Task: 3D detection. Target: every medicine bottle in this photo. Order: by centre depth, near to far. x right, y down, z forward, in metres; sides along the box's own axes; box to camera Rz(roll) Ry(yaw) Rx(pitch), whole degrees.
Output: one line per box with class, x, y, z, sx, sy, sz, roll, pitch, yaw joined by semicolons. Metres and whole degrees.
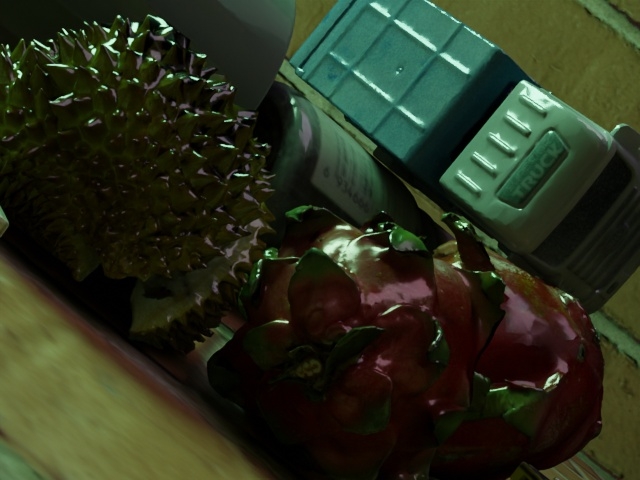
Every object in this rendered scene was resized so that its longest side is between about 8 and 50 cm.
medicine bottle;0.000;0.000;1.112;0.273;0.165;0.165;39;2;-43

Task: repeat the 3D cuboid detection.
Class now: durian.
durian;-0.117;-0.058;0.736;0.237;0.138;0.193;39;2;14

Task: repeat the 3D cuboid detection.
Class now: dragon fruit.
dragon fruit;0.023;0.068;0.721;0.137;0.135;0.236;33;-17;17
dragon fruit;0.080;0.070;0.952;0.269;0.198;0.200;31;22;8

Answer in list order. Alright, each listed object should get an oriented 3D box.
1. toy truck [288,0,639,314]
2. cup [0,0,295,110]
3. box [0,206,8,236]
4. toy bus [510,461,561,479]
toy truck;0.122;-0.094;1.114;0.175;0.146;0.367;32;8;-45
cup;-0.237;-0.207;1.005;0.323;0.237;0.327;-4;-32;47
box;-0.214;-0.057;0.576;0.167;0.024;0.090;36;3;-29
toy bus;0.174;0.215;0.779;0.081;0.074;0.226;37;3;-26
